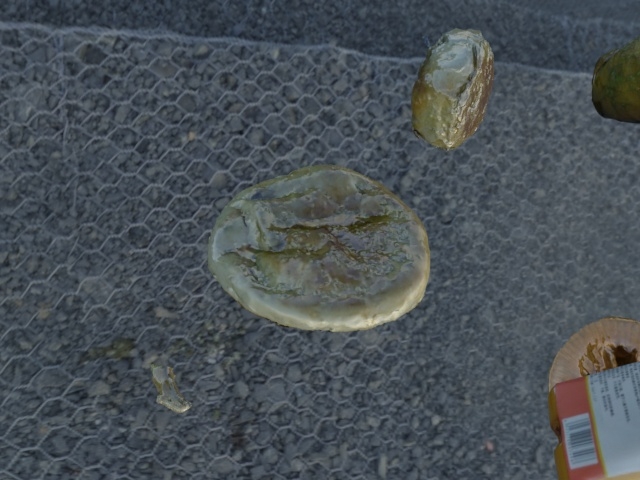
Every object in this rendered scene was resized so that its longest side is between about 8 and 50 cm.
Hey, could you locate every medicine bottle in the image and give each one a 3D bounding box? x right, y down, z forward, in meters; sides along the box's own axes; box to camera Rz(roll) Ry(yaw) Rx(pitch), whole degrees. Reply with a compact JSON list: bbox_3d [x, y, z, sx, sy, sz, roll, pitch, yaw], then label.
[{"bbox_3d":[0.308,0.162,0.540,0.149,0.222,0.112,50,32,-30],"label":"medicine bottle"}]

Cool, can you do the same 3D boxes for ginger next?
[{"bbox_3d":[-0.323,0.306,1.474,0.057,0.044,0.137,24,27,-56],"label":"ginger"}]

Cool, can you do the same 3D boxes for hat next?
[{"bbox_3d":[0.432,0.269,1.012,0.244,0.233,0.233,-23,54,-15],"label":"hat"}]

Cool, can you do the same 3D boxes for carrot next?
[{"bbox_3d":[0.301,-0.137,0.558,0.082,0.173,0.082,-1,93,-28],"label":"carrot"}]

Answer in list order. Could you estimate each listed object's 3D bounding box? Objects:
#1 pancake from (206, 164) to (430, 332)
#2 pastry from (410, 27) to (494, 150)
[{"bbox_3d":[0.001,0.001,1.177,0.386,0.082,0.387,4,44,-4],"label":"pancake"},{"bbox_3d":[0.170,-0.188,0.885,0.153,0.081,0.153,-39,134,-54],"label":"pastry"}]
